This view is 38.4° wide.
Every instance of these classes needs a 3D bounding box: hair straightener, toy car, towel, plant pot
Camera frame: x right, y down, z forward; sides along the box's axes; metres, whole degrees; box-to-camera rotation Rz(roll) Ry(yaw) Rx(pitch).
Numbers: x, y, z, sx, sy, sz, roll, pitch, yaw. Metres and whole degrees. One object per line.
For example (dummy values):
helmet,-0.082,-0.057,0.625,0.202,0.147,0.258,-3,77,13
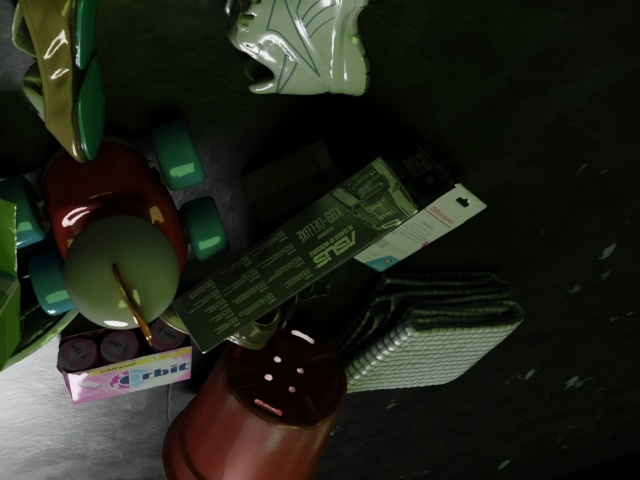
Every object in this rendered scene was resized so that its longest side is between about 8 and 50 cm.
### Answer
hair straightener,-0.025,0.058,1.344,0.089,0.047,0.230,-2,141,-31
toy car,-0.200,0.029,0.943,0.219,0.238,0.210,-19,133,-6
towel,0.168,0.153,1.544,0.284,0.121,0.235,0,146,-35
plant pot,-0.094,0.285,1.475,0.272,0.272,0.265,-3,138,-28

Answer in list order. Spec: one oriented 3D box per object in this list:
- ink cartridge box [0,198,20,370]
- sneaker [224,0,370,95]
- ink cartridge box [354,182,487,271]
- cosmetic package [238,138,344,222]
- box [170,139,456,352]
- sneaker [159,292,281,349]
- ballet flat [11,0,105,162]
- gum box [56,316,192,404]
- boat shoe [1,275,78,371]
ink cartridge box,-0.408,0.037,0.917,0.189,0.097,0.255,22,142,-1
sneaker,-0.025,-0.218,0.815,0.129,0.111,0.297,-13,149,-3
ink cartridge box,0.121,-0.037,1.248,0.181,0.061,0.104,-32,149,20
cosmetic package,-0.034,-0.071,1.114,0.115,0.041,0.060,-26,151,8
box,0.000,0.000,1.102,0.307,0.076,0.242,-34,179,19
sneaker,-0.142,0.097,1.300,0.188,0.066,0.071,20,117,-35
ballet flat,-0.235,-0.162,0.826,0.073,0.080,0.232,13,142,-2
gum box,-0.286,0.173,1.339,0.188,0.062,0.107,-12,149,-16
boat shoe,-0.393,0.102,1.109,0.302,0.114,0.091,-40,114,4
